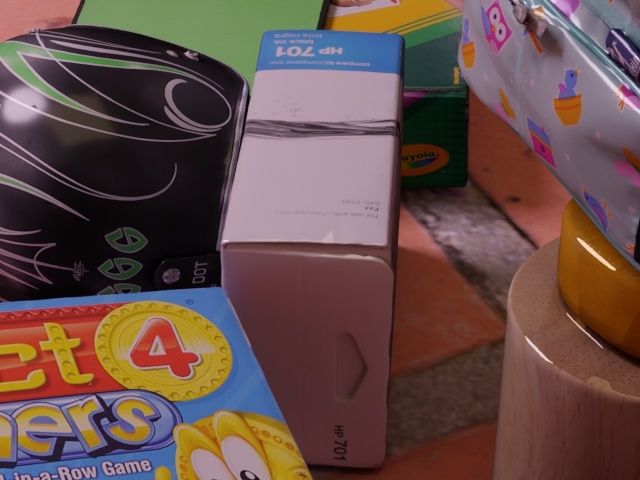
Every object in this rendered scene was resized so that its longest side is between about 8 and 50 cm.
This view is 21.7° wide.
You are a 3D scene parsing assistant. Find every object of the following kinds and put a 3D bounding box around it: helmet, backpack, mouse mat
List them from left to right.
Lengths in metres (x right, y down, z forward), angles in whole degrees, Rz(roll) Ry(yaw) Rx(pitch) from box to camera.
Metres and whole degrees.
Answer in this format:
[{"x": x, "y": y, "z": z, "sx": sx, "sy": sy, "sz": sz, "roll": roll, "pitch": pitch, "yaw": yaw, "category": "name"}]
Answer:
[{"x": -0.126, "y": -0.033, "z": 0.876, "sx": 0.161, "sy": 0.169, "sz": 0.169, "roll": 9, "pitch": 36, "yaw": -4, "category": "helmet"}, {"x": -0.069, "y": -0.146, "z": 1.003, "sx": 0.153, "sy": 0.007, "sz": 0.189, "roll": 4, "pitch": 47, "yaw": 9, "category": "mouse mat"}, {"x": 0.143, "y": -0.090, "z": 0.623, "sx": 0.166, "sy": 0.144, "sz": 0.188, "roll": -22, "pitch": 39, "yaw": -18, "category": "backpack"}]

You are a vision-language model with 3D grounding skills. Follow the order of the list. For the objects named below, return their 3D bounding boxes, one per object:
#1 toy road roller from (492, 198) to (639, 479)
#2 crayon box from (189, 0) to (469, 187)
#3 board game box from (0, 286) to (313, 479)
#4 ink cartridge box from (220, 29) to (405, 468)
[{"x": 0.254, "y": 0.078, "z": 0.683, "sx": 0.329, "sy": 0.202, "sz": 0.240, "roll": -18, "pitch": 40, "yaw": -23, "category": "toy road roller"}, {"x": 0.009, "y": -0.153, "z": 1.066, "sx": 0.165, "sy": 0.081, "sz": 0.278, "roll": -1, "pitch": 45, "yaw": 3, "category": "crayon box"}, {"x": -0.135, "y": 0.157, "z": 0.600, "sx": 0.308, "sy": 0.086, "sz": 0.302, "roll": -4, "pitch": 43, "yaw": -25, "category": "board game box"}, {"x": 0.000, "y": 0.000, "z": 0.843, "sx": 0.082, "sy": 0.139, "sz": 0.190, "roll": 4, "pitch": 37, "yaw": 4, "category": "ink cartridge box"}]
